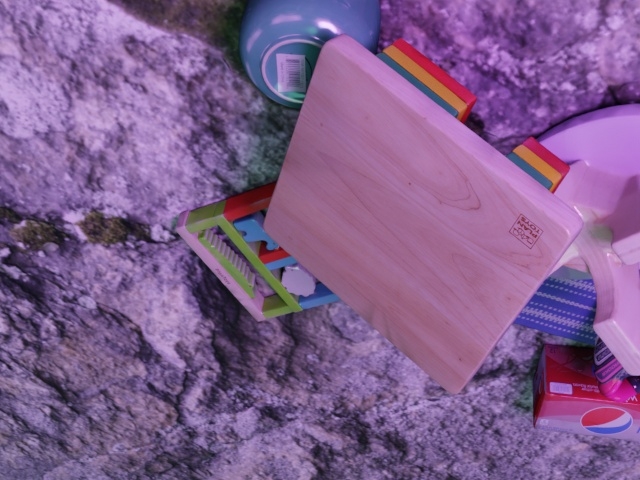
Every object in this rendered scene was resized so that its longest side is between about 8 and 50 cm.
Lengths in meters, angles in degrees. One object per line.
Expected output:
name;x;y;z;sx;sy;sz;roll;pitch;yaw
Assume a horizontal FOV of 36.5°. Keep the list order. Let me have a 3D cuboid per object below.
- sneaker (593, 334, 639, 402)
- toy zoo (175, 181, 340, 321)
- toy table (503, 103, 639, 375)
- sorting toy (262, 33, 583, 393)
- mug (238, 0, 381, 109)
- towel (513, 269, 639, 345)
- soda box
sneaker;0.446;0.131;1.056;0.299;0.112;0.121;-4;152;42
toy zoo;0.000;0.000;1.156;0.293;0.030;0.192;-17;132;26
toy table;0.262;-0.007;0.956;0.252;0.161;0.274;42;137;-2
sorting toy;0.092;-0.029;0.883;0.257;0.089;0.255;40;141;15
mug;-0.001;-0.179;0.910;0.157;0.097;0.129;36;132;-26
towel;0.382;0.018;1.109;0.243;0.040;0.336;15;139;-10
soda box;0.415;0.206;1.265;0.263;0.083;0.092;6;138;5
